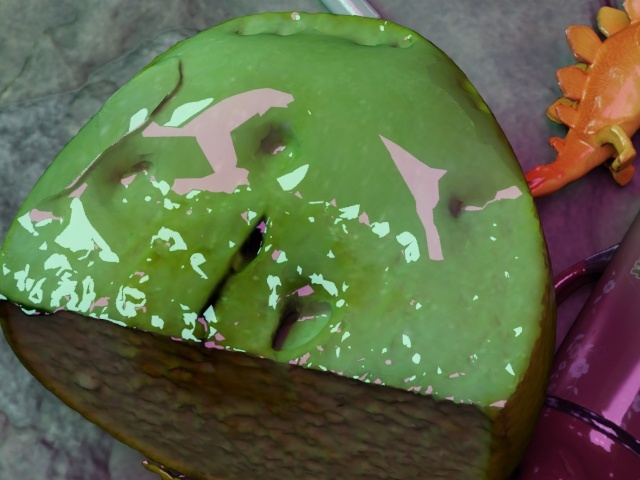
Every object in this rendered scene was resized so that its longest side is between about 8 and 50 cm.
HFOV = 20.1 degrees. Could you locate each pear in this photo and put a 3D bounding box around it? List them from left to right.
[{"bbox_3d":[0.000,0.000,1.189,0.342,0.238,0.318,13,60,12],"label":"pear"}]

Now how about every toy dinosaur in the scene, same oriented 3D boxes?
[{"bbox_3d":[0.236,-0.128,1.302,0.288,0.070,0.117,-38,74,-15],"label":"toy dinosaur"}]

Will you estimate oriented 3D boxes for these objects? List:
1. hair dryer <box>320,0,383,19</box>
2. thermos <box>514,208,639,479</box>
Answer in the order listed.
[{"bbox_3d":[-0.010,-0.186,1.342,0.155,0.044,0.183,-27,76,-5],"label":"hair dryer"},{"bbox_3d":[0.206,0.073,1.208,0.136,0.109,0.330,31,75,3],"label":"thermos"}]
